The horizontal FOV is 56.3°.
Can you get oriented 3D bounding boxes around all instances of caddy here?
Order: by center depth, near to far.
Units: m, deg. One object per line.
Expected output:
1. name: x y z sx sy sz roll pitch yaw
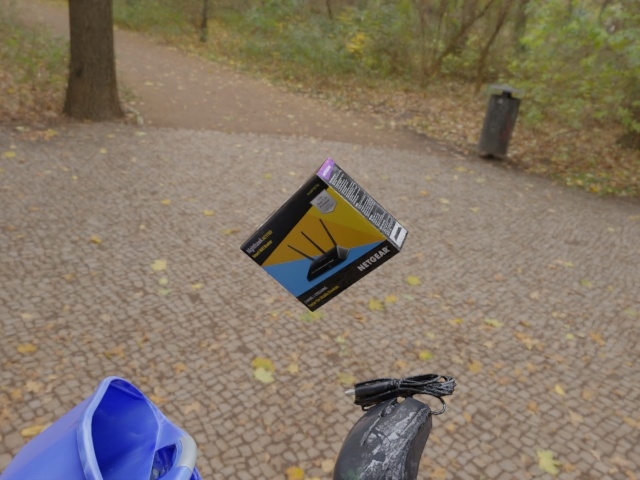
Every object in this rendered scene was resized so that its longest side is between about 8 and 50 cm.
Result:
1. caddy: -0.220 0.294 0.692 0.179 0.241 0.341 -33 9 -7

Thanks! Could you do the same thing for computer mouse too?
1. computer mouse: 0.084 0.289 0.878 0.188 0.072 0.272 -16 28 32

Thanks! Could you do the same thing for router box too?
1. router box: 0.000 0.000 0.744 0.133 0.179 0.046 42 42 -9
